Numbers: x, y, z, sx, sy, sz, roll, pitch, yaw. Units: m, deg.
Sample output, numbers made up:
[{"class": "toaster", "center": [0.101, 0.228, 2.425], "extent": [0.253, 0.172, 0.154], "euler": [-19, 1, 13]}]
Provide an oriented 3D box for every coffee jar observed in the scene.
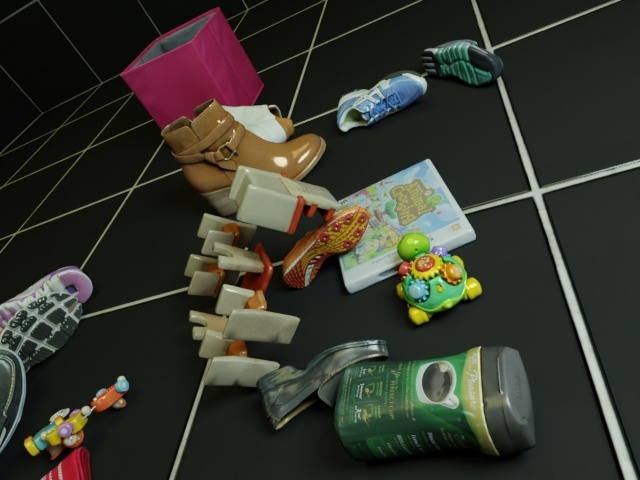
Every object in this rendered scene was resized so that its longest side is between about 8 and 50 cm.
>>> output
[{"class": "coffee jar", "center": [0.111, 0.162, 0.500], "extent": [0.184, 0.079, 0.096], "euler": [-14, 36, 25]}]

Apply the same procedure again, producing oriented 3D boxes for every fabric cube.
[{"class": "fabric cube", "center": [-0.357, -0.466, 1.468], "extent": [0.254, 0.258, 0.259], "euler": [-14, 39, 25]}]

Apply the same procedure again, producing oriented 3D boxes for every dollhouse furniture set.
[{"class": "dollhouse furniture set", "center": [-0.087, 0.038, 0.722], "extent": [0.259, 0.135, 0.262], "euler": [-67, 29, 20]}]

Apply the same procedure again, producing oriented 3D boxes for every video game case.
[{"class": "video game case", "center": [0.111, -0.031, 0.783], "extent": [0.193, 0.023, 0.212], "euler": [-25, 35, 10]}]

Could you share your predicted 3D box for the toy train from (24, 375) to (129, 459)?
[{"class": "toy train", "center": [-0.361, 0.273, 0.762], "extent": [0.166, 0.046, 0.125], "euler": [-29, 7, 21]}]

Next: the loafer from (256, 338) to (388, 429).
[{"class": "loafer", "center": [0.008, 0.169, 0.601], "extent": [0.170, 0.062, 0.061], "euler": [-27, 57, 13]}]

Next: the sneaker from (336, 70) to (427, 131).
[{"class": "sneaker", "center": [0.123, -0.278, 1.040], "extent": [0.211, 0.080, 0.081], "euler": [-15, 44, 39]}]

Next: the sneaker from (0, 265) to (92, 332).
[{"class": "sneaker", "center": [-0.597, 0.130, 1.080], "extent": [0.236, 0.095, 0.104], "euler": [-31, 28, -8]}]

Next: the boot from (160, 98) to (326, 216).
[{"class": "boot", "center": [-0.151, -0.195, 1.011], "extent": [0.283, 0.220, 0.109], "euler": [-26, 35, 9]}]

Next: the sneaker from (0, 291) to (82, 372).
[{"class": "sneaker", "center": [-0.590, 0.204, 0.970], "extent": [0.118, 0.107, 0.279], "euler": [0, 43, 50]}]

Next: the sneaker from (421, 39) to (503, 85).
[{"class": "sneaker", "center": [0.299, -0.373, 1.010], "extent": [0.098, 0.083, 0.223], "euler": [-33, 34, -10]}]

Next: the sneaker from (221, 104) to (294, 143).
[{"class": "sneaker", "center": [-0.168, -0.284, 1.251], "extent": [0.123, 0.106, 0.290], "euler": [-39, 44, -20]}]

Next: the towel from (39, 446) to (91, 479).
[{"class": "towel", "center": [-0.397, 0.411, 0.628], "extent": [0.275, 0.031, 0.199], "euler": [-39, 35, -10]}]

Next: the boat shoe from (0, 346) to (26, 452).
[{"class": "boat shoe", "center": [-0.534, 0.304, 0.766], "extent": [0.119, 0.121, 0.335], "euler": [-45, 34, 38]}]

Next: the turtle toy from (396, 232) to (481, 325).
[{"class": "turtle toy", "center": [0.136, 0.040, 0.641], "extent": [0.095, 0.066, 0.130], "euler": [-28, 35, 5]}]

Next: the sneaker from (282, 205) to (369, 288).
[{"class": "sneaker", "center": [0.000, 0.000, 0.761], "extent": [0.175, 0.064, 0.067], "euler": [-39, 35, 25]}]
